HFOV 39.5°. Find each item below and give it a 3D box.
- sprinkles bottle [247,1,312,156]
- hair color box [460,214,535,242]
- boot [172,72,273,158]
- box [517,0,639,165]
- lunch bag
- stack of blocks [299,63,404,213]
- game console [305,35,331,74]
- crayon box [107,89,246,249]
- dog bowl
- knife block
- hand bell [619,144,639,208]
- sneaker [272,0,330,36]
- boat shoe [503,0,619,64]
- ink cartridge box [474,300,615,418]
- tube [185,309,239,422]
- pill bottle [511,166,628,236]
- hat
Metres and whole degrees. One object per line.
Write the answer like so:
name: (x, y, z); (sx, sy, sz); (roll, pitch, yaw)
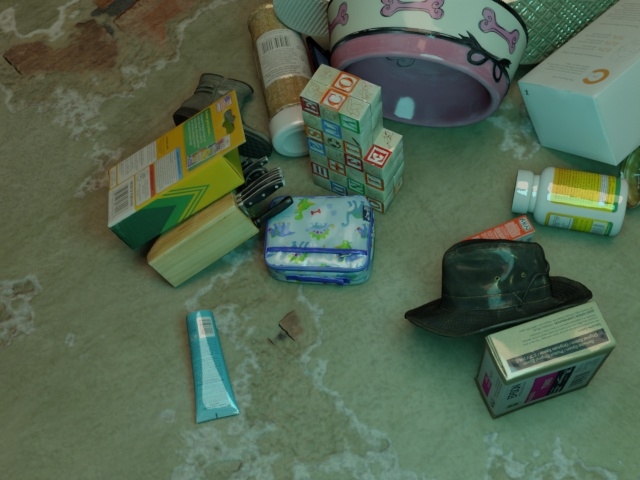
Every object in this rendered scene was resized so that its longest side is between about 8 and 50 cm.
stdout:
sprinkles bottle: (-0.075, -0.357, 1.946); (0.121, 0.121, 0.355); (-12, 61, -1)
hair color box: (0.341, 0.008, 1.733); (0.141, 0.072, 0.043); (-21, 61, -7)
boot: (-0.187, -0.285, 1.945); (0.246, 0.083, 0.161); (23, 60, 15)
box: (0.609, -0.333, 1.792); (0.345, 0.168, 0.215); (-38, 31, -14)
lunch bag: (0.000, 0.000, 1.764); (0.219, 0.090, 0.176); (3, 64, 8)
stack of blocks: (0.067, -0.192, 1.741); (0.171, 0.297, 0.087); (24, 66, 19)
game console: (0.042, -0.390, 1.976); (0.085, 0.124, 0.144); (-26, 58, 21)
crayon box: (-0.272, -0.142, 1.778); (0.323, 0.083, 0.203); (-30, 38, 12)
dog bowl: (0.199, -0.358, 1.778); (0.407, 0.408, 0.150); (9, 77, 10)
knife block: (-0.182, -0.037, 1.741); (0.242, 0.088, 0.276); (3, 56, 42)
hand bell: (0.732, -0.118, 1.761); (0.242, 0.126, 0.126); (4, 61, -6)
sneaker: (0.048, -0.520, 1.936); (0.282, 0.102, 0.161); (10, 45, 14)
boat shoe: (0.513, -0.509, 1.925); (0.500, 0.187, 0.156); (-18, 48, -17)
ink cartridge box: (0.377, 0.209, 1.525); (0.193, 0.235, 0.088); (-19, 64, -4)
tube: (-0.211, 0.235, 1.680); (0.080, 0.052, 0.207); (-15, 66, 3)
pill bottle: (0.484, -0.081, 1.742); (0.208, 0.118, 0.118); (10, 63, 11)
hat: (0.304, 0.060, 1.578); (0.331, 0.331, 0.134); (-10, 100, 0)
